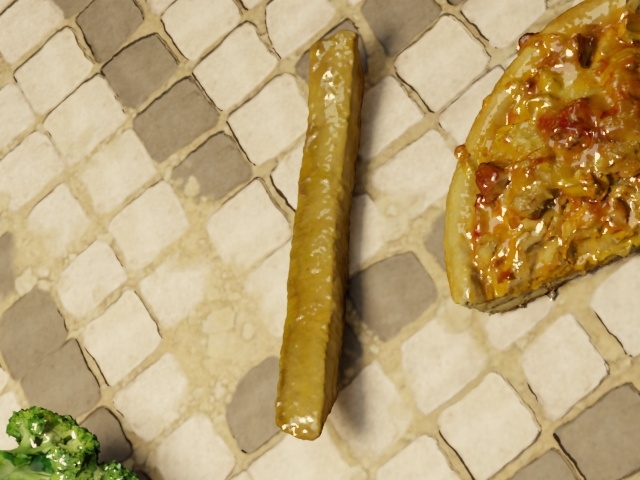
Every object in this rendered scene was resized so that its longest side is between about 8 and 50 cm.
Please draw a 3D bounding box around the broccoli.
[{"bbox_3d":[-0.256,0.297,1.649,0.265,0.245,0.294,-39,28,32],"label":"broccoli"}]

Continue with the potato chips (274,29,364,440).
[{"bbox_3d":[0.000,0.000,1.727,0.057,0.080,0.407,0,67,12],"label":"potato chips"}]

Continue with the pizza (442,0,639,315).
[{"bbox_3d":[0.228,-0.075,1.625,0.226,0.086,0.335,24,81,36],"label":"pizza"}]
